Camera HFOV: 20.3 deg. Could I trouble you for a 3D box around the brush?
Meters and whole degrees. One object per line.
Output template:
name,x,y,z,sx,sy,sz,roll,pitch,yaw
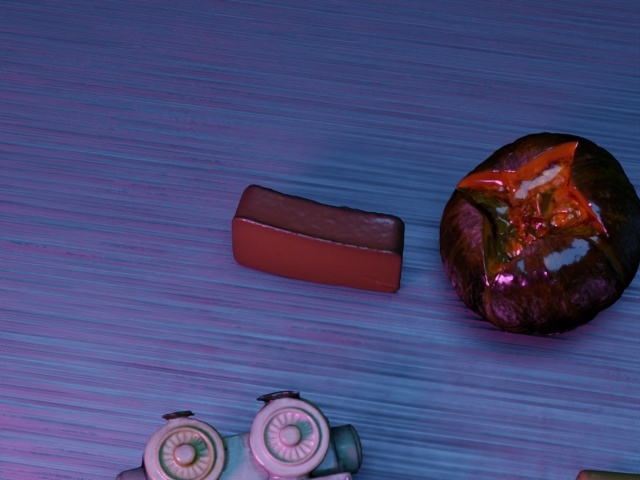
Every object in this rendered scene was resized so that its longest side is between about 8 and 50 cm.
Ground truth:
brush,0.000,0.000,2.034,0.197,0.123,0.059,12,67,4

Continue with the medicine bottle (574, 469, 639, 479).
medicine bottle,0.389,0.312,1.922,0.239,0.124,0.124,4,70,1

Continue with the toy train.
toy train,-0.080,0.276,1.922,0.272,0.159,0.188,-11,73,-10

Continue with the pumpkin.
pumpkin,0.252,-0.004,2.013,0.238,0.159,0.238,-9,62,19
